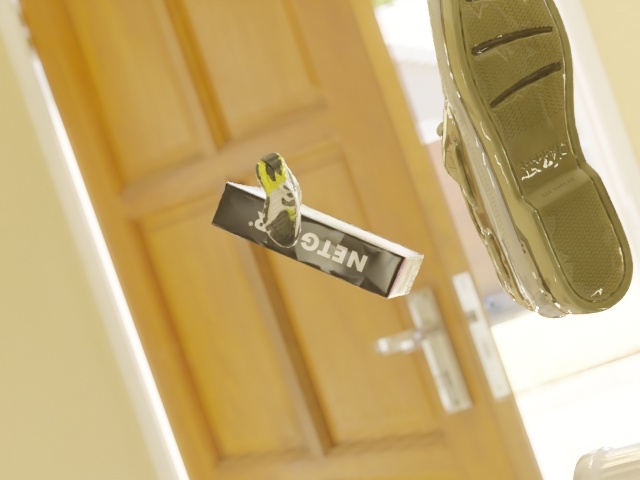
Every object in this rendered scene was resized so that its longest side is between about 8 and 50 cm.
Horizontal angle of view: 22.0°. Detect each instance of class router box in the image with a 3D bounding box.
[{"bbox_3d":[0.000,0.000,1.524,0.179,0.046,0.133,22,4,9],"label":"router box"}]

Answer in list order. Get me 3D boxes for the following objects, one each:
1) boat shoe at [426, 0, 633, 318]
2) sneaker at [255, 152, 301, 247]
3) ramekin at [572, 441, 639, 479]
[{"bbox_3d":[0.136,-0.083,1.248,0.113,0.302,0.103,-18,2,-31],"label":"boat shoe"},{"bbox_3d":[-0.025,-0.029,1.250,0.031,0.083,0.035,-24,-35,21],"label":"sneaker"},{"bbox_3d":[0.300,0.255,1.345,0.109,0.207,0.207,-25,-1,23],"label":"ramekin"}]
